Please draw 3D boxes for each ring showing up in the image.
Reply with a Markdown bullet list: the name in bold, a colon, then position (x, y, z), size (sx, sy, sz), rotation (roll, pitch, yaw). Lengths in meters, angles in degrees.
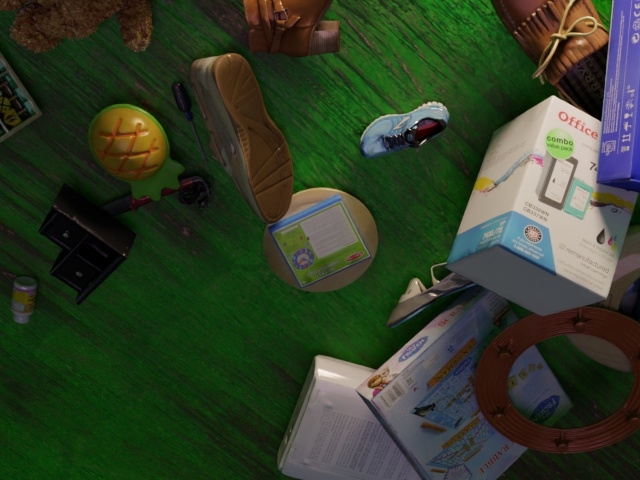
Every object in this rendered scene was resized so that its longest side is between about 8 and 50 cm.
- **ring**: position (0.440, 0.256, 1.715), size (0.336, 0.032, 0.336), rotation (2, 122, 4)

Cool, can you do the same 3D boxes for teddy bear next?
- **teddy bear**: position (-0.355, -0.392, 1.508), size (0.338, 0.113, 0.245), rotation (-4, 128, 2)

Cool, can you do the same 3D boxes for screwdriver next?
- **screwdriver**: position (-0.216, -0.195, 1.672), size (0.025, 0.024, 0.170), rotation (-33, 122, -16)

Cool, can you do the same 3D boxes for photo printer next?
- **photo printer**: position (0.097, 0.373, 1.894), size (0.307, 0.107, 0.256), rotation (16, 113, -8)

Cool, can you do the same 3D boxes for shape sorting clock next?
- **shape sorting clock**: position (0.000, 0.000, 1.750), size (0.206, 0.040, 0.206), rotation (-1, 112, -2)

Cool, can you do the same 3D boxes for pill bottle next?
- **pill bottle**: position (-0.549, 0.110, 1.803), size (0.043, 0.043, 0.083), rotation (12, 116, -6)

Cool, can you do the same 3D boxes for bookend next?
- **bookend**: position (-0.437, 0.008, 1.718), size (0.157, 0.072, 0.156), rotation (39, 121, -21)

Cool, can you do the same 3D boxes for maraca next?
- **maraca**: position (-0.311, -0.147, 1.648), size (0.127, 0.099, 0.186), rotation (-28, 118, 13)

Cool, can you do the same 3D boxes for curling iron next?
- **curling iron**: position (-0.317, -0.061, 1.725), size (0.274, 0.035, 0.068), rotation (-13, 115, 6)

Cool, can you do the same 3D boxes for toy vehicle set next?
- **toy vehicle set**: position (-0.596, -0.271, 1.573), size (0.166, 0.035, 0.267), rotation (-41, 115, -22)

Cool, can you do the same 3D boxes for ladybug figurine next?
- **ladybug figurine**: position (0.617, 0.090, 1.725), size (0.449, 0.162, 0.305), rotation (6, 116, -3)

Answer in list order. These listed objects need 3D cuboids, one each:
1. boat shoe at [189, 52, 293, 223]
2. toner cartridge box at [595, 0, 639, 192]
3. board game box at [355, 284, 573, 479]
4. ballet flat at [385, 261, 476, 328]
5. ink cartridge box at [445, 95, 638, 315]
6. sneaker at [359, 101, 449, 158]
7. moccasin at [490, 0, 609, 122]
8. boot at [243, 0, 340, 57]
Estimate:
- **boat shoe**: position (-0.135, -0.169, 1.646), size (0.098, 0.109, 0.302), rotation (4, 125, 43)
- **toner cartridge box**: position (0.523, -0.246, 1.496), size (0.165, 0.075, 0.348), rotation (10, 84, -28)
- **board game box**: position (0.273, 0.291, 1.803), size (0.318, 0.066, 0.318), rotation (-39, 112, -12)
- **ballet flat**: position (0.203, 0.087, 1.788), size (0.213, 0.072, 0.068), rotation (-29, 85, 12)
- **ink cartridge box**: position (0.365, -0.050, 1.574), size (0.198, 0.197, 0.270), rotation (26, 71, -12)
- **sneaker**: position (0.140, -0.182, 1.644), size (0.162, 0.073, 0.063), rotation (-24, 114, 11)
- **moccasin**: position (0.394, -0.299, 1.546), size (0.139, 0.147, 0.380), rotation (-31, 112, 14)
- **boot**: position (-0.047, -0.386, 1.549), size (0.152, 0.073, 0.197), rotation (0, 113, 4)
